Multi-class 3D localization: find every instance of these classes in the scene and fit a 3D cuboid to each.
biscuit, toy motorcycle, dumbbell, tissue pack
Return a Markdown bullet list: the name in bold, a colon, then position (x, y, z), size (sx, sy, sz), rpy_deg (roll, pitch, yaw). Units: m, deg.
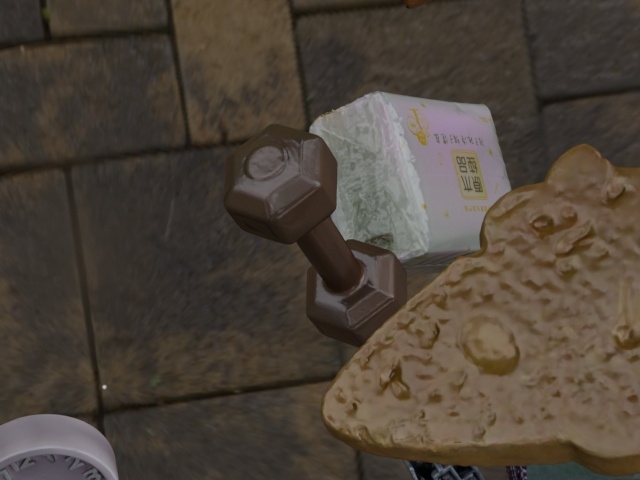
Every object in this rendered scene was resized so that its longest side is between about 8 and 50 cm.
- **biscuit**: position (0.118, 0.031, 0.624), size (0.250, 0.035, 0.162), rpy_deg (-21, 50, 1)
- **toy motorcycle**: position (0.125, 0.242, 1.615), size (0.080, 0.122, 0.215), rpy_deg (-34, 118, 3)
- **dumbbell**: position (0.000, 0.000, 1.195), size (0.092, 0.231, 0.082), rpy_deg (16, 67, 33)
- **tissue pack**: position (0.111, -0.060, 1.650), size (0.124, 0.225, 0.184), rpy_deg (-19, 80, 34)

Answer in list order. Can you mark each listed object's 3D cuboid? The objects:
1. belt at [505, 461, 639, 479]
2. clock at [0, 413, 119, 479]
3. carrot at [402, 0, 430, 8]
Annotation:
- **belt**: position (0.271, 0.091, 1.029), size (0.325, 0.260, 0.122), rpy_deg (-16, 83, 26)
- **clock**: position (-0.357, 0.319, 1.916), size (0.197, 0.068, 0.196), rpy_deg (-7, 124, -11)
- **carrot**: position (0.197, -0.371, 1.954), size (0.205, 0.072, 0.072), rpy_deg (-20, 87, 13)
